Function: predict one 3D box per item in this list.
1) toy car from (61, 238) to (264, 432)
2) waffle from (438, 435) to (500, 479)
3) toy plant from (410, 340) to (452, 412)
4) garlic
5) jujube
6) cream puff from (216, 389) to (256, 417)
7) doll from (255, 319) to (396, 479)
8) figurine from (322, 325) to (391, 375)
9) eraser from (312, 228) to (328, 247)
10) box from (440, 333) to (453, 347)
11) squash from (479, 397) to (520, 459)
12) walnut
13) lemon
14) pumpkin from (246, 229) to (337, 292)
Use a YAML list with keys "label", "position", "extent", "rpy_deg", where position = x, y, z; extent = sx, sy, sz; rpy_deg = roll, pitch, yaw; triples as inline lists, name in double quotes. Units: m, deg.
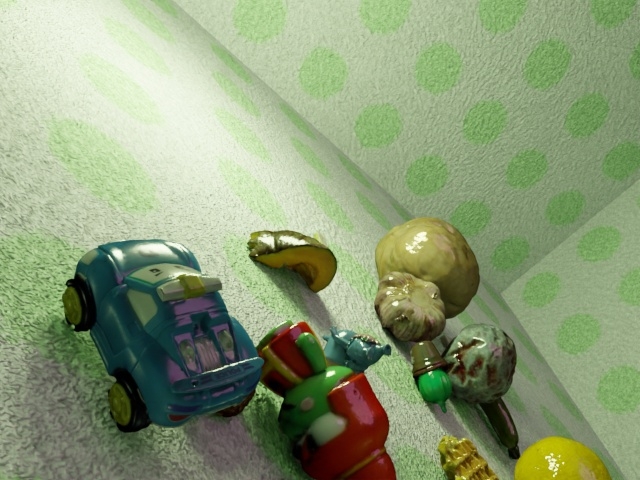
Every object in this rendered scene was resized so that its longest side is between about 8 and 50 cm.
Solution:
- label: "toy car"
  position: [-0.210, 0.101, 0.856]
  extent: [0.198, 0.166, 0.314]
  rpy_deg: [-6, 52, -45]
- label: "waffle"
  position: [0.349, 0.560, 1.469]
  extent: [0.229, 0.057, 0.219]
  rpy_deg: [53, 17, 22]
- label: "toy plant"
  position: [0.311, 0.381, 1.744]
  extent: [0.143, 0.105, 0.200]
  rpy_deg: [47, 26, -62]
- label: "garlic"
  position: [0.265, 0.211, 1.924]
  extent: [0.244, 0.160, 0.245]
  rpy_deg: [16, 47, -18]
- label: "jujube"
  position: [0.483, 0.375, 1.913]
  extent: [0.215, 0.246, 0.308]
  rpy_deg: [38, 23, 13]
- label: "cream puff"
  position: [-0.155, 0.202, 0.994]
  extent: [0.149, 0.084, 0.149]
  rpy_deg: [44, 17, -17]
- label: "doll"
  position: [0.022, 0.299, 1.040]
  extent: [0.160, 0.183, 0.363]
  rpy_deg: [-13, 62, -43]
- label: "figurine"
  position: [0.070, 0.261, 1.359]
  extent: [0.114, 0.178, 0.145]
  rpy_deg: [17, 70, -29]
- label: "eraser"
  position: [0.000, 0.000, 1.996]
  extent: [0.038, 0.019, 0.083]
  rpy_deg: [35, 20, -32]
- label: "box"
  position: [0.509, 0.435, 2.229]
  extent: [0.122, 0.032, 0.220]
  rpy_deg: [35, 19, -38]
- label: "squash"
  position: [0.550, 0.536, 1.996]
  extent: [0.080, 0.071, 0.318]
  rpy_deg: [89, -19, -44]
- label: "walnut"
  position: [0.366, 0.098, 2.162]
  extent: [0.381, 0.381, 0.381]
  rpy_deg: [42, 16, -15]
- label: "lemon"
  position: [0.638, 0.657, 1.642]
  extent: [0.245, 0.245, 0.320]
  rpy_deg: [38, 18, -27]
- label: "pumpkin"
  position: [-0.057, 0.014, 1.595]
  extent: [0.254, 0.149, 0.130]
  rpy_deg: [32, 30, -40]
